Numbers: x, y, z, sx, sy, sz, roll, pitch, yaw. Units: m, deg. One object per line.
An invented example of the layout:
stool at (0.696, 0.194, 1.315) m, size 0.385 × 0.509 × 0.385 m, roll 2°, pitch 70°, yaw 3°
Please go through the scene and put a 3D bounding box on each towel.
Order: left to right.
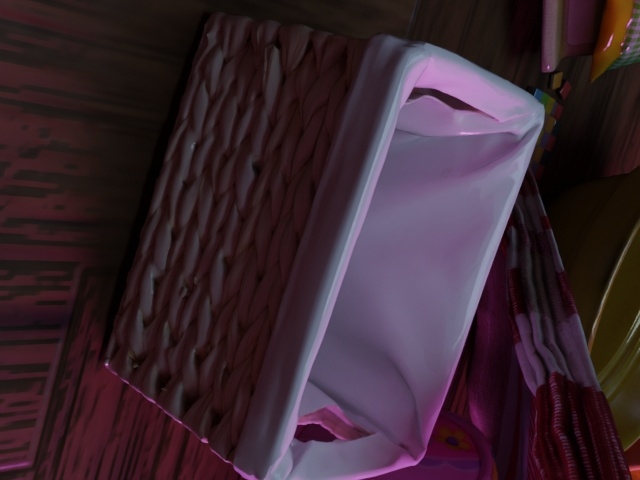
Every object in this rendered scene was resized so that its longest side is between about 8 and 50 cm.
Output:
towel at (0.107, 0.130, 0.519) m, size 0.329 × 0.037 × 0.237 m, roll -89°, pitch 174°, yaw -56°

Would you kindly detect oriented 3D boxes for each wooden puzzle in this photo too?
wooden puzzle at (0.132, -0.065, 0.637) m, size 0.049 × 0.006 × 0.083 m, roll 14°, pitch 97°, yaw -54°

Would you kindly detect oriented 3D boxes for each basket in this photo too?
basket at (0.000, 0.000, 0.419) m, size 0.113 × 0.103 × 0.167 m, roll 9°, pitch 102°, yaw -54°

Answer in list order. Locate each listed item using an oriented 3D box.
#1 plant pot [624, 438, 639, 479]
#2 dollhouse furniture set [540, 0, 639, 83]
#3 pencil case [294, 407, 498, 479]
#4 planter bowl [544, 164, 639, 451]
plant pot at (0.374, 0.170, 0.938) m, size 0.188 × 0.205 × 0.205 m, roll -65°, pitch 148°, yaw -30°
dollhouse furniture set at (0.209, -0.190, 0.472) m, size 0.197 × 0.151 × 0.301 m, roll -9°, pitch 129°, yaw -1°
pencil case at (0.044, 0.214, 0.582) m, size 0.124 × 0.124 × 0.284 m, roll -37°, pitch 136°, yaw -35°
planter bowl at (0.188, 0.028, 0.689) m, size 0.217 × 0.090 × 0.217 m, roll -28°, pitch 129°, yaw -42°
